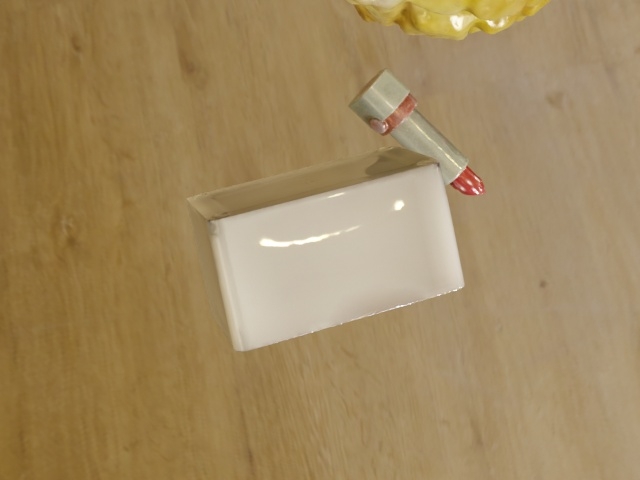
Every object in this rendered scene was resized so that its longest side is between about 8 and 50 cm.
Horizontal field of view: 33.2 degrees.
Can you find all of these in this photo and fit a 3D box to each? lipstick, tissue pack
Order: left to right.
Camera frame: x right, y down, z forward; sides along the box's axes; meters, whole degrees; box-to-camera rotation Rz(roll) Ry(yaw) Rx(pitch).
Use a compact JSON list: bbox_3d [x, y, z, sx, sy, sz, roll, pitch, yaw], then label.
[{"bbox_3d":[0.000,0.000,1.111,0.246,0.159,0.136,-15,104,-12],"label":"tissue pack"},{"bbox_3d":[0.119,-0.112,1.234,0.186,0.063,0.057,43,66,-8],"label":"lipstick"}]

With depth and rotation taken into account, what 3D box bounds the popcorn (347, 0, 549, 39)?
[{"bbox_3d":[0.155,-0.378,1.094,0.354,0.390,0.344,9,87,43],"label":"popcorn"}]
